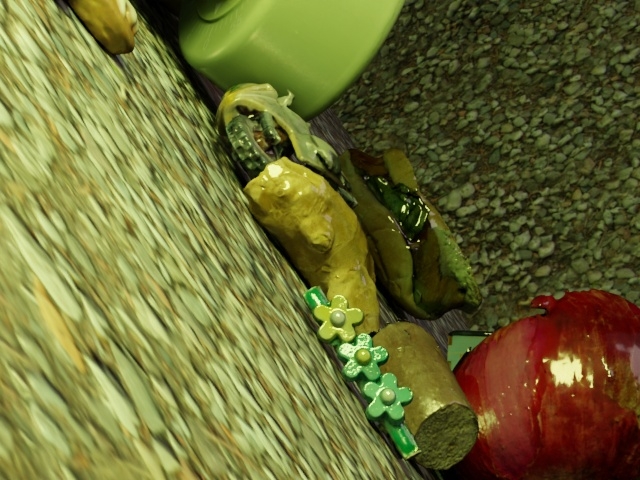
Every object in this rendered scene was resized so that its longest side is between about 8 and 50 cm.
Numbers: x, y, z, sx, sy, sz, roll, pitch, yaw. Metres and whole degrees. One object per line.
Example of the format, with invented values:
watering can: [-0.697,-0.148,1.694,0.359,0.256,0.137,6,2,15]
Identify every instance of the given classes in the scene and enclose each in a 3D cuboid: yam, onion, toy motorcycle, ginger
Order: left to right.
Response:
toy motorcycle: [-0.030,-0.083,1.706,0.229,0.094,0.130,36,20,-52]
ginger: [0.004,0.000,1.623,0.205,0.081,0.115,63,34,-20]
yam: [0.092,0.141,1.569,0.084,0.084,0.127,52,4,-40]
onion: [0.247,0.184,1.686,0.276,0.276,0.276,55,5,-7]

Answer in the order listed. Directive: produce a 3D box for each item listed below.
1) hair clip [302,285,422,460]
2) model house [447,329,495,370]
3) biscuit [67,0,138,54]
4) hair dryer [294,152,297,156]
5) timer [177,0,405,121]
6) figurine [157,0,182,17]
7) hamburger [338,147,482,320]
hair clip: [0.040,0.109,1.463,0.173,0.049,0.049,58,5,11]
model house: [0.285,0.234,2.250,0.178,0.271,0.206,52,41,-73]
biscuit: [-0.252,-0.311,1.373,0.340,0.047,0.216,59,5,25]
hair dryer: [-0.045,-0.154,2.429,0.114,0.037,0.063,62,4,-28]
timer: [-0.102,-0.304,1.733,0.315,0.291,0.291,26,20,-28]
figurine: [-0.145,-0.391,2.023,0.323,0.231,0.340,19,38,-38]
hamburger: [0.114,-0.005,2.421,0.285,0.134,0.265,62,-1,7]
